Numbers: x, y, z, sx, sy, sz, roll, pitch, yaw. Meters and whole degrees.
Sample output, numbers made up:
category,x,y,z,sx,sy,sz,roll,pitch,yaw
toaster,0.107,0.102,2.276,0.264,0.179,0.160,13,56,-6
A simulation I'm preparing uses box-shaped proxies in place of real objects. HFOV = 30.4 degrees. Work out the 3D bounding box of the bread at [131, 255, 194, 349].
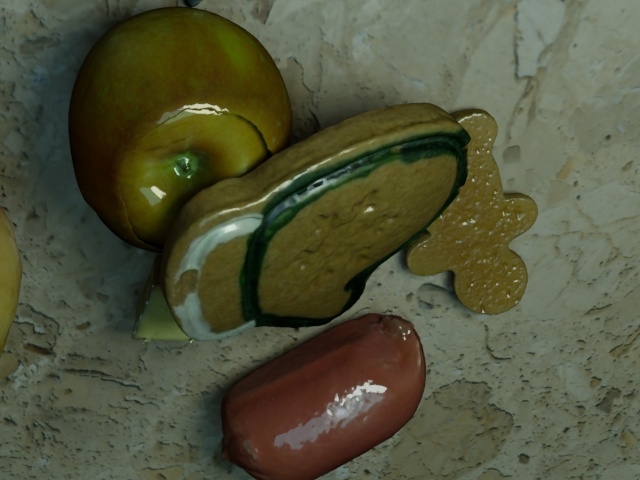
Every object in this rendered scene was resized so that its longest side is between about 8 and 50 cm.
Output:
category,x,y,z,sx,sy,sz,roll,pitch,yaw
bread,-0.144,0.079,1.263,0.109,0.080,0.084,22,109,-15

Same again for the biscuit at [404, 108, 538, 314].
category,x,y,z,sx,sy,sz,roll,pitch,yaw
biscuit,0.160,-0.022,1.299,0.158,0.035,0.240,-23,114,3

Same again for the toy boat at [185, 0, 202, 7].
category,x,y,z,sx,sy,sz,roll,pitch,yaw
toy boat,-0.088,-0.329,1.125,0.080,0.046,0.229,16,107,-19

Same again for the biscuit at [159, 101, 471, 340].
category,x,y,z,sx,sy,sz,roll,pitch,yaw
biscuit,0.001,0.001,1.162,0.344,0.057,0.287,-24,149,-22

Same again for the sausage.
category,x,y,z,sx,sy,sz,roll,pitch,yaw
sausage,0.005,0.182,1.300,0.254,0.148,0.148,-23,114,-1

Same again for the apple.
category,x,y,z,sx,sy,sz,roll,pitch,yaw
apple,-0.136,-0.103,1.119,0.237,0.207,0.237,-3,115,-7

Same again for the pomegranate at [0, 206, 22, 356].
category,x,y,z,sx,sy,sz,roll,pitch,yaw
pomegranate,-0.436,0.040,1.049,0.342,0.342,0.342,-4,113,-9
